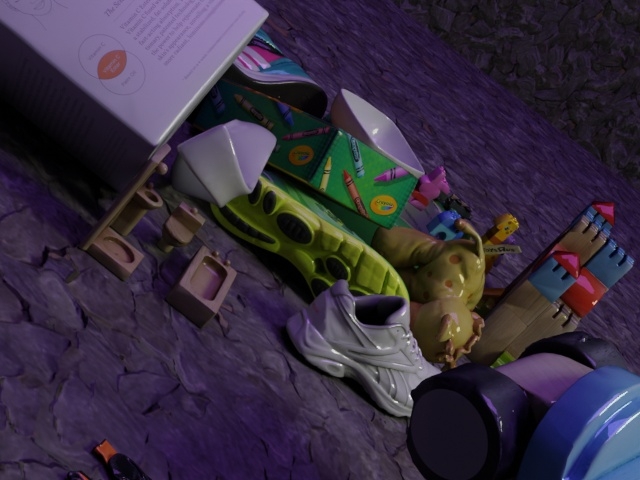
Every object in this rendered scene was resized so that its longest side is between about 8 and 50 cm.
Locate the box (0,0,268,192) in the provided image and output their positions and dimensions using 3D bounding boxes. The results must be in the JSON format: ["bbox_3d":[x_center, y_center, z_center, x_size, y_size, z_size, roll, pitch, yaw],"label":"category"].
[{"bbox_3d":[-0.268,-0.254,1.242,0.345,0.168,0.215,40,65,-7],"label":"box"}]

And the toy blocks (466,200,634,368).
[{"bbox_3d":[0.355,0.070,1.738,0.191,0.261,0.381,44,20,6],"label":"toy blocks"}]

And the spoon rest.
[{"bbox_3d":[-0.113,-0.086,1.311,0.276,0.137,0.084,-104,169,-84],"label":"spoon rest"}]

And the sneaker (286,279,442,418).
[{"bbox_3d":[0.080,0.123,1.330,0.232,0.115,0.090,30,23,-30],"label":"sneaker"}]

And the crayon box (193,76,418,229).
[{"bbox_3d":[-0.024,-0.118,1.529,0.165,0.081,0.278,28,1,-43],"label":"crayon box"}]

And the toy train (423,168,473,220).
[{"bbox_3d":[0.184,-0.081,1.836,0.158,0.027,0.036,37,10,-25],"label":"toy train"}]

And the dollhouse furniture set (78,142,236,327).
[{"bbox_3d":[-0.135,-0.013,1.198,0.151,0.123,0.144,40,20,-8],"label":"dollhouse furniture set"}]

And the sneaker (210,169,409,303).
[{"bbox_3d":[0.000,0.000,1.443,0.295,0.109,0.123,41,24,-2],"label":"sneaker"}]

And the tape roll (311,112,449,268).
[{"bbox_3d":[0.098,-0.052,1.749,0.321,0.077,0.321,41,19,-17],"label":"tape roll"}]

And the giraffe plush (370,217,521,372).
[{"bbox_3d":[0.151,0.089,1.507,0.181,0.210,0.171,43,49,-38],"label":"giraffe plush"}]

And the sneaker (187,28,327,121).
[{"bbox_3d":[-0.147,-0.253,1.677,0.295,0.124,0.178,10,26,-38],"label":"sneaker"}]

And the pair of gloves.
[{"bbox_3d":[-0.158,0.194,0.900,0.074,0.010,0.083,41,17,0],"label":"pair of gloves"}]

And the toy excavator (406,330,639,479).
[{"bbox_3d":[0.267,0.347,0.977,0.445,0.433,0.222,27,24,38],"label":"toy excavator"}]

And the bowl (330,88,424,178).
[{"bbox_3d":[0.074,-0.142,1.680,0.142,0.053,0.142,27,27,-46],"label":"bowl"}]

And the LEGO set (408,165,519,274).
[{"bbox_3d":[0.233,-0.026,1.722,0.227,0.093,0.087,34,23,-34],"label":"LEGO set"}]
